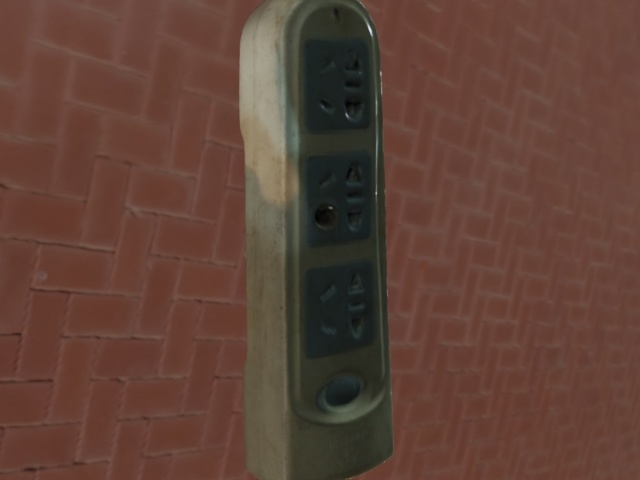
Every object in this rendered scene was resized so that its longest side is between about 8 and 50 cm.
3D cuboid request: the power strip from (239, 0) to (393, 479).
[{"bbox_3d":[-0.002,-0.001,0.477,0.080,0.048,0.286,-6,97,-42],"label":"power strip"}]
